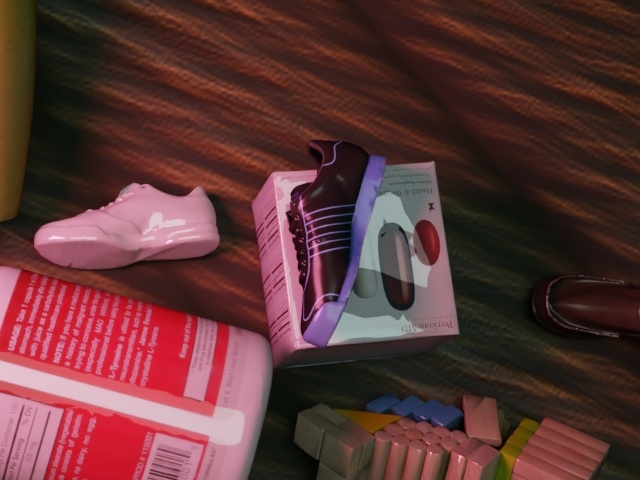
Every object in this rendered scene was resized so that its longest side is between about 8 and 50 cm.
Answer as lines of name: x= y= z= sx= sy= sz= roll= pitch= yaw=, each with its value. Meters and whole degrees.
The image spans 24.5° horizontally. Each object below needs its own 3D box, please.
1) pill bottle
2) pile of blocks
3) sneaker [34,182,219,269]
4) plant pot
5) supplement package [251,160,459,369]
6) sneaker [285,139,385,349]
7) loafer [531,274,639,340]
pill bottle: x=-0.272 y=0.159 z=1.559 sx=0.408 sy=0.229 sz=0.229 roll=16 pitch=75 yaw=-8
pile of blocks: x=0.146 y=0.262 z=1.705 sx=0.362 sy=0.149 sz=0.112 roll=10 pitch=119 yaw=-1
sneaker: x=-0.227 y=-0.024 z=1.697 sx=0.212 sy=0.080 sz=0.094 roll=-3 pitch=67 yaw=-20
plant pot: x=-0.421 y=-0.158 z=1.599 sx=0.275 sy=0.275 sz=0.293 roll=-11 pitch=95 yaw=-14
supplement package: x=0.037 y=0.030 z=1.694 sx=0.194 sy=0.149 sz=0.203 roll=-5 pitch=78 yaw=-13
sneaker: x=0.000 y=0.000 z=1.577 sx=0.091 sy=0.081 sz=0.232 roll=17 pitch=67 yaw=-4
loafer: x=0.366 y=0.080 z=1.790 sx=0.220 sy=0.078 sz=0.080 roll=7 pitch=77 yaw=-11
